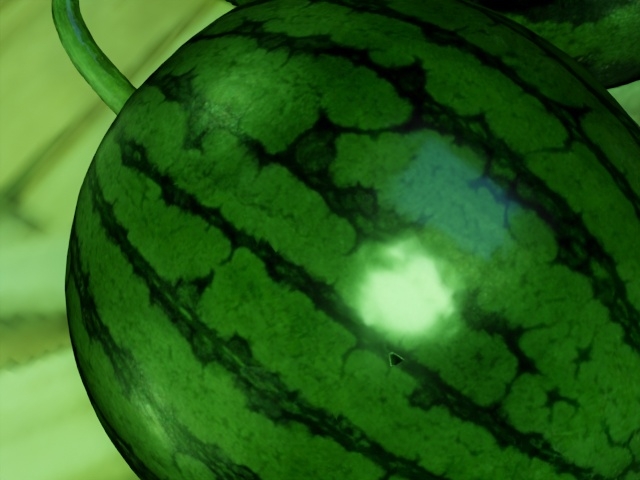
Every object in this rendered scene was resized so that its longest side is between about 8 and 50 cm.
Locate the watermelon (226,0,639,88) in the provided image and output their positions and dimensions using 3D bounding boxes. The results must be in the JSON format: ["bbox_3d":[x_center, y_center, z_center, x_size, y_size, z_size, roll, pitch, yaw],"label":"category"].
[{"bbox_3d":[0.034,-0.105,0.608,0.245,0.063,0.119,13,37,-11],"label":"watermelon"}]

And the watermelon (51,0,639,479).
[{"bbox_3d":[0.000,0.000,0.454,0.187,0.140,0.141,38,49,18],"label":"watermelon"}]
